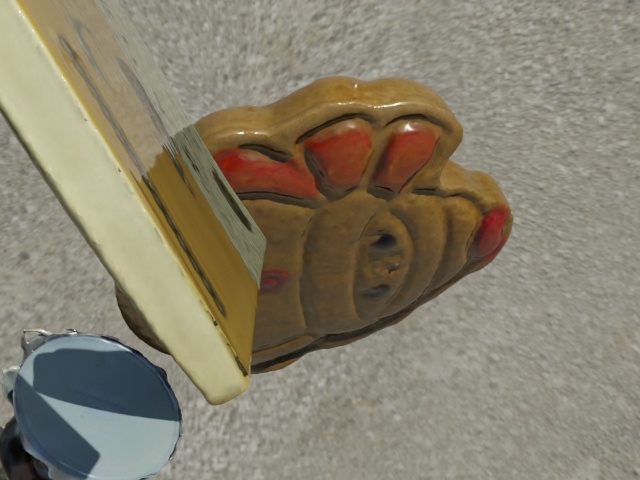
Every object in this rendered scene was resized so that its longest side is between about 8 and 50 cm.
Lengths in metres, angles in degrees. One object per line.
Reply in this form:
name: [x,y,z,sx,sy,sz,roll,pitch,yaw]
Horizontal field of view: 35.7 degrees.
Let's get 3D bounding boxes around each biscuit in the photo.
biscuit: [0.000,0.000,0.920,0.381,0.074,0.359,-6,141,-11]

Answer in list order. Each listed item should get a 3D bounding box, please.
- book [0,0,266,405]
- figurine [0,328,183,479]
book: [-0.108,-0.077,0.540,0.032,0.389,0.269,-31,99,2]
figurine: [-0.331,0.264,1.170,0.277,0.248,0.388,24,129,-16]
